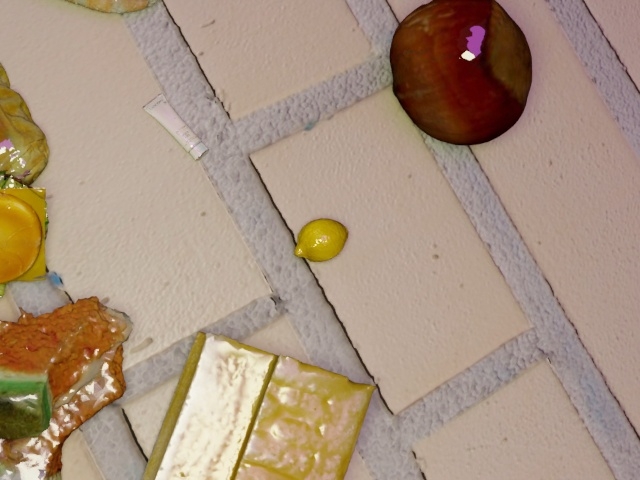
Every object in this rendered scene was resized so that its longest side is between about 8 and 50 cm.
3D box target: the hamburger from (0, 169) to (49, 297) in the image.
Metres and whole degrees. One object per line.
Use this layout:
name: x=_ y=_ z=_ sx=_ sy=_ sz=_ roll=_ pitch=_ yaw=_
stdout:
hamburger: x=-0.440 y=-0.012 z=1.188 sx=0.164 sy=0.093 sz=0.190 roll=5 pitch=112 yaw=-33

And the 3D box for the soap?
soap: x=-0.091 y=0.286 z=1.205 sx=0.259 sy=0.143 sz=0.281 roll=19 pitch=79 yaw=-6

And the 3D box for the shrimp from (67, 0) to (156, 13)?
shrimp: x=-0.379 y=-0.434 z=1.337 sx=0.317 sy=0.077 sz=0.168 roll=16 pitch=64 yaw=-14

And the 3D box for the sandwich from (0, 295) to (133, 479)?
sandwich: x=-0.364 y=0.192 z=1.144 sx=0.301 sy=0.162 sz=0.250 roll=-44 pitch=94 yaw=-16

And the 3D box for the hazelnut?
hazelnut: x=0.211 y=-0.256 z=1.372 sx=0.229 sy=0.229 sz=0.230 roll=3 pitch=77 yaw=-13

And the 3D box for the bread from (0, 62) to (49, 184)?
bread: x=-0.469 y=-0.175 z=1.247 sx=0.128 sy=0.088 sz=0.232 roll=-29 pitch=80 yaw=-26

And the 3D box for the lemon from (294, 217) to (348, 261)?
lemon: x=0.000 y=0.000 z=1.326 sx=0.092 sy=0.065 sz=0.065 roll=-25 pitch=84 yaw=-20

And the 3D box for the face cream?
face cream: x=-0.213 y=-0.167 z=1.337 sx=0.038 sy=0.020 sz=0.115 roll=-42 pitch=86 yaw=-18
